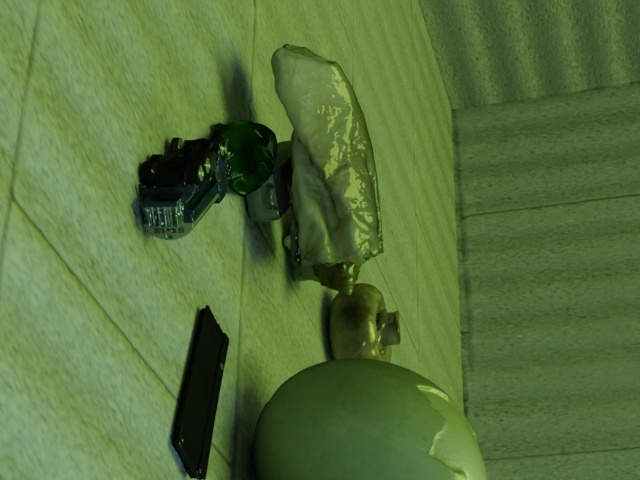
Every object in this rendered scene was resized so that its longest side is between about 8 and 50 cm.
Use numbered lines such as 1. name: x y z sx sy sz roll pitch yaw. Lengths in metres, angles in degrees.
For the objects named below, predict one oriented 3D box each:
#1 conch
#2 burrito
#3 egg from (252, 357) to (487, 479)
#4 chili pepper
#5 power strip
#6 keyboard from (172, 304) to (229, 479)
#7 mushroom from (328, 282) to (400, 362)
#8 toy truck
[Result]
1. conch: -0.007 0.007 2.248 0.234 0.114 0.137 50 -14 26
2. burrito: 0.009 -0.125 2.055 0.190 0.135 0.332 -33 116 -75
3. egg: 0.076 0.304 1.864 0.278 0.336 0.278 -19 121 -35
4. chili pepper: -0.111 -0.110 1.927 0.216 0.062 0.108 -23 106 -75
5. power strip: -0.063 -0.092 2.145 0.272 0.052 0.078 -54 136 -70
6. keyboard: -0.146 0.180 1.710 0.231 0.023 0.072 -83 154 -48
7. mushroom: 0.080 0.158 2.467 0.166 0.127 0.166 -1 90 -81
8. toy truck: -0.157 -0.063 1.671 0.202 0.074 0.088 -61 147 -68
